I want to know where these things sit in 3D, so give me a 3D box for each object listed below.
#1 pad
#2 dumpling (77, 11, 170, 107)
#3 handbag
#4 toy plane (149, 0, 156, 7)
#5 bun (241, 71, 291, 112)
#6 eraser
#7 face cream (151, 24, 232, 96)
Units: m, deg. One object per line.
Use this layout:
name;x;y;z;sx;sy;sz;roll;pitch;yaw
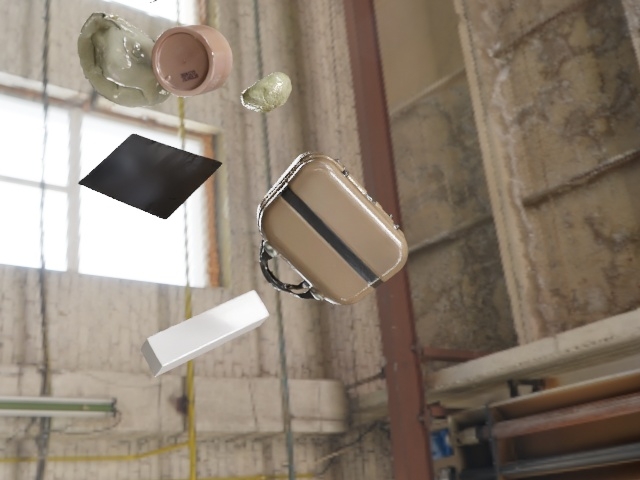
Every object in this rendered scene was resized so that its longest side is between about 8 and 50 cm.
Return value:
pad;-0.321;-0.123;1.549;0.265;0.009;0.159;20;-123;36
dumpling;-0.450;-0.395;1.879;0.172;0.247;0.142;-38;-156;16
handbag;0.000;0.000;1.696;0.283;0.302;0.149;-42;-162;9
toy plane;-0.427;-0.646;2.175;0.121;0.031;0.049;-94;-156;-61
bun;-0.113;-0.314;1.791;0.115;0.115;0.069;-24;-81;49
eraser;-0.267;0.214;1.938;0.076;0.298;0.078;58;-35;12
face cream;-0.277;-0.389;1.791;0.149;0.104;0.149;5;-73;16
